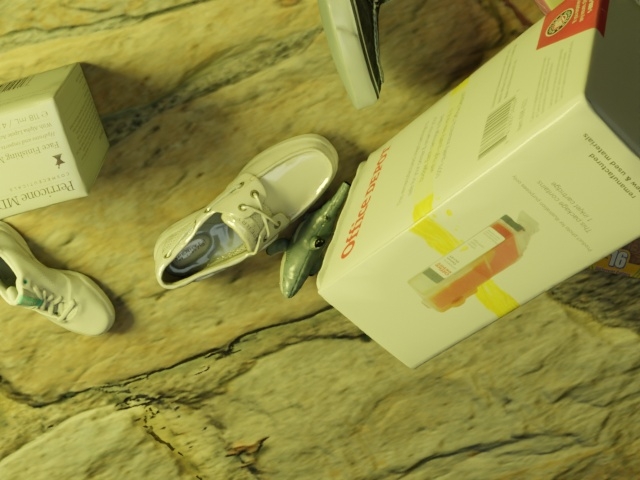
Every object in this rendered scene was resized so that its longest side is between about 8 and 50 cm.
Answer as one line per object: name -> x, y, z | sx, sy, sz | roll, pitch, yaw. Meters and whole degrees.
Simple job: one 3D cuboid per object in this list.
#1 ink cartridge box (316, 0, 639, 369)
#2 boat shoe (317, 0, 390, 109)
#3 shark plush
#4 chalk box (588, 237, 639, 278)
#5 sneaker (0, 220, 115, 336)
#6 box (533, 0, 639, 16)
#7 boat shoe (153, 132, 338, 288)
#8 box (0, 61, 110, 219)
ink cartridge box -> 0.201, -0.070, 1.193 | 0.160, 0.279, 0.384 | 41, 130, -16
boat shoe -> 0.045, -0.307, 1.243 | 0.104, 0.113, 0.306 | -13, 98, -3
shark plush -> 0.000, 0.000, 1.389 | 0.073, 0.067, 0.161 | 40, 105, -17
chalk box -> 0.375, -0.078, 1.344 | 0.132, 0.132, 0.213 | 12, 113, -8
sneaker -> -0.357, 0.066, 1.382 | 0.212, 0.094, 0.080 | 37, 105, -17
box -> 0.356, -0.313, 1.253 | 0.213, 0.117, 0.243 | -37, 109, 12
boat shoe -> -0.090, -0.024, 1.358 | 0.277, 0.096, 0.098 | -37, 110, 12
box -> -0.355, -0.109, 1.261 | 0.180, 0.182, 0.119 | -16, 112, 3
